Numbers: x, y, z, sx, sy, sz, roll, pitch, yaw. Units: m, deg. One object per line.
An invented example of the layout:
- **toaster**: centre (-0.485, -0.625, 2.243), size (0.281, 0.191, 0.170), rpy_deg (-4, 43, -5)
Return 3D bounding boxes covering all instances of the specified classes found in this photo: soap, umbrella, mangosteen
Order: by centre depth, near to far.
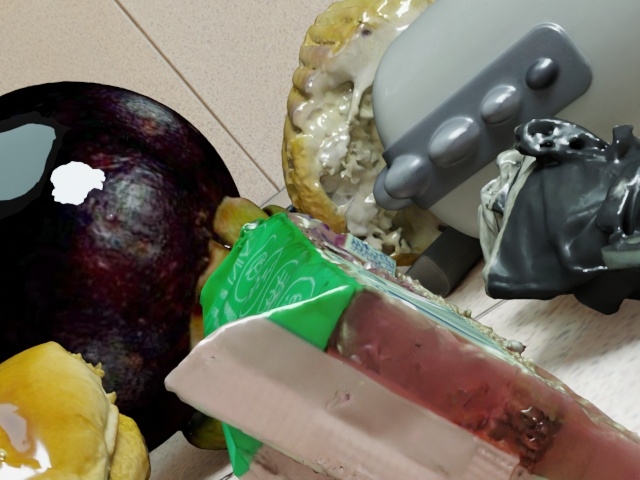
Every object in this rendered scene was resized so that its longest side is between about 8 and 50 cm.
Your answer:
- **soap**: centre (0.032, 0.065, 0.504), size (0.098, 0.218, 0.273), rpy_deg (-56, 12, 1)
- **umbrella**: centre (0.168, -0.012, 0.575), size (0.357, 0.106, 0.113), rpy_deg (-164, 79, -78)
- **mangosteen**: centre (-0.186, 0.039, 1.037), size (0.382, 0.435, 0.382), rpy_deg (-175, 90, -68)

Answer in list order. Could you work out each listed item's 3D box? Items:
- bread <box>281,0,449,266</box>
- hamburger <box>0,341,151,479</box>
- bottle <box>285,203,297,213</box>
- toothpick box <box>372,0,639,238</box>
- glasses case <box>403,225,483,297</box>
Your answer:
- **bread**: centre (0.061, -0.108, 1.045), size (0.274, 0.274, 0.149), rpy_deg (-44, 40, -22)
- **hamburger**: centre (-0.232, 0.218, 0.739), size (0.290, 0.170, 0.314), rpy_deg (-39, 28, 28)
- **bottle**: centre (-0.015, -0.016, 1.565), size (0.330, 0.093, 0.093), rpy_deg (-34, 10, 37)
- **toothpick box**: centre (0.170, -0.123, 0.835), size (0.316, 0.229, 0.229), rpy_deg (-38, 8, 38)
- **glasses case**: centre (0.146, -0.020, 0.995), size (0.190, 0.042, 0.072), rpy_deg (-45, 2, -28)
